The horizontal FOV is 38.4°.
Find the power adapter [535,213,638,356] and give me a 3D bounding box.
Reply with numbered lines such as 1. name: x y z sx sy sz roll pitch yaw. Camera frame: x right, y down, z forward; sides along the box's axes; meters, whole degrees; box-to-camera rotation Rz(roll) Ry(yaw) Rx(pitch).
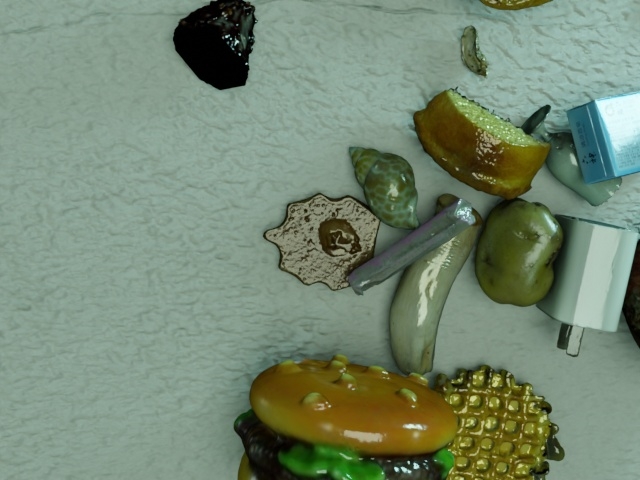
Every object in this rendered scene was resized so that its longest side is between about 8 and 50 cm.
1. power adapter: 0.486 0.087 1.708 0.124 0.187 0.255 10 96 -2

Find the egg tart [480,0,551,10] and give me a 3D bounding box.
1. egg tart: 0.349 -0.582 1.617 0.339 0.153 0.352 -2 98 -6

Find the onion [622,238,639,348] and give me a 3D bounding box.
1. onion: 0.724 0.101 1.685 0.353 0.353 0.354 -1 98 -7

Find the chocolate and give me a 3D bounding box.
1. chocolate: -0.162 -0.365 1.610 0.156 0.156 0.133 37 64 -10

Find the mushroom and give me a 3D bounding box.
1. mushroom: 0.209 0.087 1.725 0.122 0.095 0.351 14 98 -26

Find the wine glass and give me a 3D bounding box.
1. wine glass: 0.467 -0.155 1.722 0.202 0.093 0.093 39 92 -10

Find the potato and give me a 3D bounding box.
1. potato: 0.364 0.020 1.702 0.136 0.154 0.201 10 102 -6

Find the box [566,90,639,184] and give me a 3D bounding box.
1. box: 0.573 -0.195 1.684 0.232 0.083 0.143 -14 89 -27

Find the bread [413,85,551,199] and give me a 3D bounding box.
1. bread: 0.283 -0.160 1.646 0.260 0.134 0.129 28 122 -3

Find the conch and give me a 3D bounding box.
1. conch: 0.125 -0.091 1.679 0.105 0.116 0.173 -17 113 13

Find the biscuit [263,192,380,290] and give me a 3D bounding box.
1. biscuit: 0.000 0.000 1.712 0.215 0.034 0.182 8 98 -10

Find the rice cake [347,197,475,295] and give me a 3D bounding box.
1. rice cake: 0.161 0.014 1.662 0.269 0.055 0.049 -35 65 17

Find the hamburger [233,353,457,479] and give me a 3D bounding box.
1. hamburger: 0.045 0.349 1.609 0.395 0.396 0.278 8 95 -8

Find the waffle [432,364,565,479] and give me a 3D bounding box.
1. waffle: 0.318 0.396 1.794 0.329 0.062 0.329 -1 97 -9

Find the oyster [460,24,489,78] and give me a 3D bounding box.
1. oyster: 0.293 -0.349 1.687 0.038 0.081 0.083 -18 135 -26
